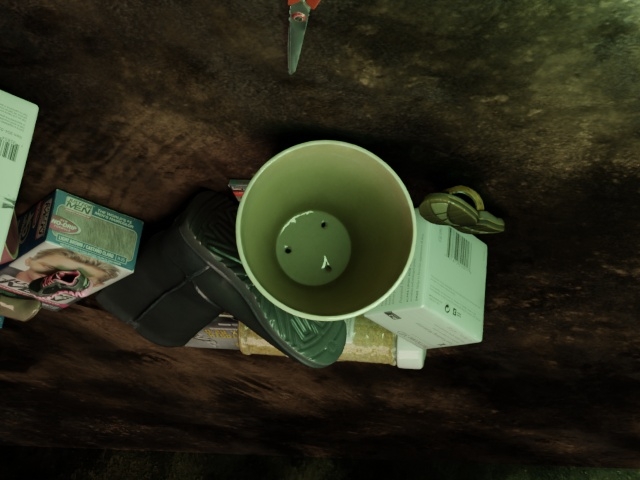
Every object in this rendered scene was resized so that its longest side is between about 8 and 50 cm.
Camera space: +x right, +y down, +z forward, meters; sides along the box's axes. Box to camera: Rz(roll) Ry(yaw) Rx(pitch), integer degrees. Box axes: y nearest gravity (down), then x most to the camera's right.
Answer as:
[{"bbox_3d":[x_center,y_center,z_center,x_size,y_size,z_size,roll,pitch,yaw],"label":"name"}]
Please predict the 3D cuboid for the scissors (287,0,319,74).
[{"bbox_3d":[-0.031,-0.279,1.287,0.109,0.021,0.297,12,158,-17],"label":"scissors"}]

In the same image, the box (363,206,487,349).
[{"bbox_3d":[0.175,0.063,1.807,0.119,0.182,0.181,-12,150,37],"label":"box"}]

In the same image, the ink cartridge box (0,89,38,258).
[{"bbox_3d":[-0.535,-0.092,1.552,0.198,0.273,0.114,23,153,-31],"label":"ink cartridge box"}]

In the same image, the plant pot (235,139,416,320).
[{"bbox_3d":[0.000,0.000,1.683,0.256,0.257,0.274,9,173,-3],"label":"plant pot"}]

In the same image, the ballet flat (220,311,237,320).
[{"bbox_3d":[-0.206,0.109,2.180,0.074,0.074,0.203,-7,153,31],"label":"ballet flat"}]

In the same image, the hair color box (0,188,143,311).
[{"bbox_3d":[-0.486,0.028,2.034,0.173,0.105,0.347,21,153,-29],"label":"hair color box"}]

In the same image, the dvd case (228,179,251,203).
[{"bbox_3d":[-0.093,-0.068,1.802,0.087,0.013,0.119,2,155,14],"label":"dvd case"}]

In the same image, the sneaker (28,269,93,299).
[{"bbox_3d":[-0.465,0.072,1.946,0.119,0.047,0.057,-6,148,12],"label":"sneaker"}]

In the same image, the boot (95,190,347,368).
[{"bbox_3d":[-0.191,0.127,1.990,0.367,0.146,0.445,49,142,-6],"label":"boot"}]

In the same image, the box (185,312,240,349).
[{"bbox_3d":[-0.210,0.180,2.364,0.231,0.056,0.183,2,156,15],"label":"box"}]

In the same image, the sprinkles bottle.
[{"bbox_3d":[0.025,0.172,2.109,0.355,0.121,0.121,4,157,9],"label":"sprinkles bottle"}]

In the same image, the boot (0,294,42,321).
[{"bbox_3d":[-0.597,0.121,2.104,0.087,0.042,0.118,34,141,-31],"label":"boot"}]

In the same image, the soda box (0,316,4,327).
[{"bbox_3d":[-0.803,0.136,2.433,0.071,0.067,0.210,-14,148,43],"label":"soda box"}]

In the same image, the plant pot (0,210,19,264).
[{"bbox_3d":[-0.622,-0.017,1.885,0.180,0.201,0.201,-8,157,-2],"label":"plant pot"}]

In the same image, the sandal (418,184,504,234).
[{"bbox_3d":[0.221,-0.052,1.693,0.090,0.060,0.219,-2,170,36],"label":"sandal"}]

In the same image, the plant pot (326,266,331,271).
[{"bbox_3d":[-0.056,0.080,2.112,0.236,0.032,0.236,6,157,2],"label":"plant pot"}]
